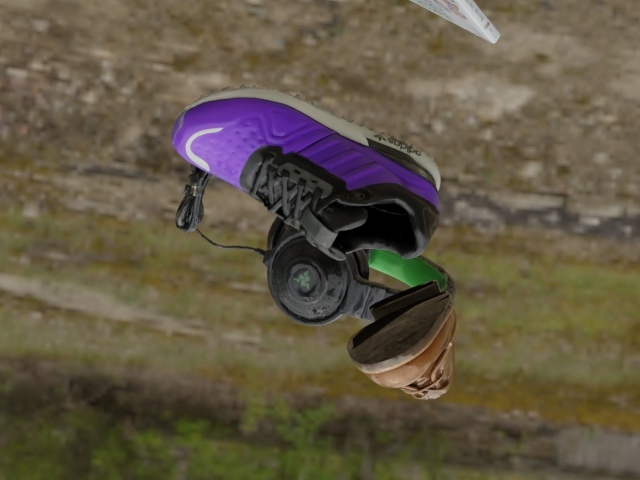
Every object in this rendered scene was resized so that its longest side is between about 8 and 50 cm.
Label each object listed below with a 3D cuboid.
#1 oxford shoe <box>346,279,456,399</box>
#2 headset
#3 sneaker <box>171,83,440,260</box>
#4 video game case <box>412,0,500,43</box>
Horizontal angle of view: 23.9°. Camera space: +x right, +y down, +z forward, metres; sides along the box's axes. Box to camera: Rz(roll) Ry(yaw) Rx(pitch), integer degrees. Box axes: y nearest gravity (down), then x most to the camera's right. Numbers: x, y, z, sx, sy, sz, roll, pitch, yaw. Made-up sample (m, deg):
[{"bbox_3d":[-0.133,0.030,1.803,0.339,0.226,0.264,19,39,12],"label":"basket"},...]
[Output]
[{"bbox_3d":[0.070,0.079,1.062,0.076,0.076,0.212,-21,-178,11],"label":"oxford shoe"},{"bbox_3d":[0.000,0.000,2.048,0.394,0.185,0.243,15,-164,-6],"label":"headset"},{"bbox_3d":[-0.009,-0.057,1.531,0.293,0.146,0.102,15,133,-13],"label":"sneaker"},{"bbox_3d":[0.129,-0.299,1.807,0.157,0.019,0.143,33,180,30],"label":"video game case"}]
